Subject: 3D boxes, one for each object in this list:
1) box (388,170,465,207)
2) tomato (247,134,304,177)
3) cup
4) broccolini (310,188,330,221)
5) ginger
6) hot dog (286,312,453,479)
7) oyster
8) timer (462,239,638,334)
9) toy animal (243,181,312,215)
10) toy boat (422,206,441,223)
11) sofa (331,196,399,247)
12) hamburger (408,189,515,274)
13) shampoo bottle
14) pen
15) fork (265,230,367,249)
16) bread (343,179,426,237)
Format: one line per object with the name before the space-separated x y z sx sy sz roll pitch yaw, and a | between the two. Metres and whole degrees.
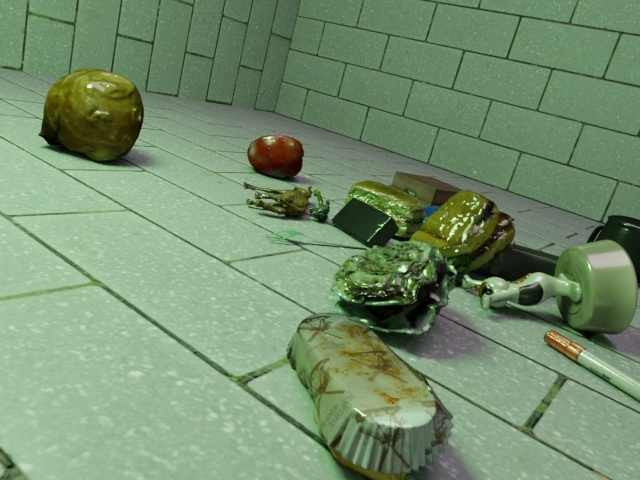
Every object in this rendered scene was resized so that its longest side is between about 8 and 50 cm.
box | 0.379 -0.159 1.858 0.215 0.086 0.215 2 21 -38
tomato | -0.134 -0.236 1.638 0.173 0.100 0.189 -2 -21 -8
cup | 0.869 0.014 1.577 0.169 0.177 0.223 7 19 -17
broccolini | -0.003 -0.084 1.340 0.054 0.052 0.194 -20 18 1
ginger | -0.535 -0.311 1.312 0.222 0.201 0.269 12 17 -6
hot dog | 0.039 0.148 0.563 0.131 0.069 0.252 -1 18 -20
oyster | 0.117 0.069 0.853 0.198 0.112 0.267 -1 18 23
timer | 0.411 0.089 1.005 0.265 0.176 0.175 -2 17 0
toy animal | -0.076 -0.101 1.303 0.149 0.054 0.275 24 19 32
toy boat | 0.344 -0.051 1.489 0.129 0.088 0.295 -2 13 -45
sofa | 0.101 -0.032 1.240 0.147 0.085 0.060 33 -17 48
hamburger | 0.292 -0.019 1.137 0.206 0.130 0.183 -30 24 -12
shampoo bottle | 0.467 0.061 1.214 0.245 0.080 0.079 16 17 2
pen | 0.441 0.203 0.810 0.028 0.028 0.239 3 20 -36
fork | 0.000 -0.002 1.100 0.235 0.021 0.039 5 22 -30
bread | 0.166 -0.078 1.365 0.196 0.102 0.138 25 21 26
